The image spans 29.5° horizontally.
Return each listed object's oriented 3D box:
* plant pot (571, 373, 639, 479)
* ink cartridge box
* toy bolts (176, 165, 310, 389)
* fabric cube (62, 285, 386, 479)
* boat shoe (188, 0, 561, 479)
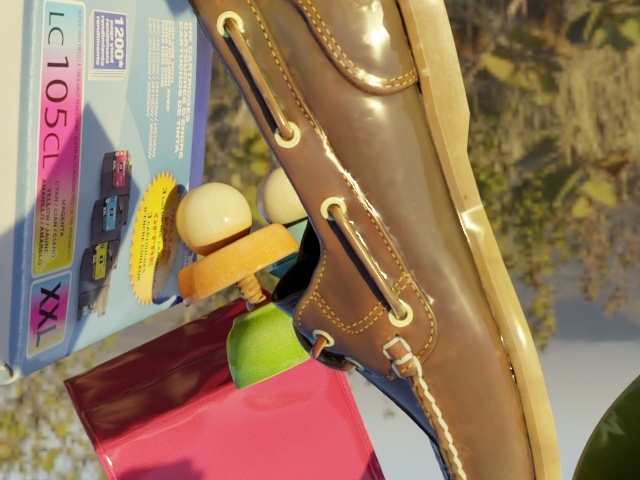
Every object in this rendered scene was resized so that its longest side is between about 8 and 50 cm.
[{"bbox_3d":[0.423,0.274,1.102,0.293,0.275,0.275,35,160,-19],"label":"plant pot"},{"bbox_3d":[-0.199,-0.069,0.950,0.151,0.270,0.395,7,-171,12],"label":"ink cartridge box"},{"bbox_3d":[0.000,0.000,1.014,0.218,0.158,0.228,-25,179,10],"label":"toy bolts"},{"bbox_3d":[-0.098,0.237,1.322,0.258,0.254,0.259,-24,-163,-14],"label":"fabric cube"},{"bbox_3d":[0.017,0.003,0.379,0.073,0.207,0.073,-22,-165,-9],"label":"boat shoe"}]
